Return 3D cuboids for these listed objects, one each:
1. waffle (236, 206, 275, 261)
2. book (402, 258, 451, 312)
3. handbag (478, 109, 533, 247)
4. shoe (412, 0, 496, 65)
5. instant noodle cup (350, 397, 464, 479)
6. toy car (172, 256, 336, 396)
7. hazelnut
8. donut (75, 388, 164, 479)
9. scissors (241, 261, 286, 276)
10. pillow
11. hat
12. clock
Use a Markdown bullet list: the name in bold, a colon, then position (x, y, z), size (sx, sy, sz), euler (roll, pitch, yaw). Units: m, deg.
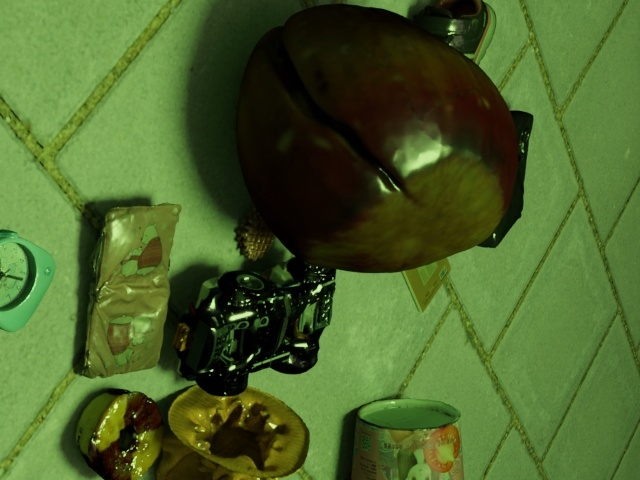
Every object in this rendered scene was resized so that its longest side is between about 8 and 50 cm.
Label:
- **waffle**: position (-0.096, -0.010, 1.752), size (0.083, 0.029, 0.075), euler (-53, 139, -24)
- **book**: position (0.198, 0.042, 2.180), size (0.118, 0.012, 0.172), euler (-54, 140, -26)
- **handbag**: position (0.340, -0.125, 2.191), size (0.275, 0.088, 0.244), euler (-31, 131, -64)
- **shoe**: position (0.212, -0.333, 1.971), size (0.291, 0.114, 0.137), euler (-60, 147, -23)
- **instant noodle cup**: position (0.159, 0.424, 2.099), size (0.243, 0.243, 0.231), euler (-11, 104, -51)
- **toy car**: position (-0.096, 0.115, 1.711), size (0.301, 0.118, 0.193), euler (-11, 128, -47)
- **hazelnut**: position (0.072, -0.134, 1.658), size (0.429, 0.402, 0.402), euler (3, 100, -45)
- **donut**: position (-0.280, 0.268, 1.581), size (0.140, 0.059, 0.140), euler (-23, 119, -47)
- **scissors**: position (-0.095, 0.058, 1.790), size (0.119, 0.014, 0.058), euler (-32, 131, -40)
- **pillow**: position (-0.260, 0.067, 1.545), size (0.135, 0.049, 0.248), euler (-10, 115, -51)
- **hat**: position (-0.145, 0.370, 1.698), size (0.233, 0.244, 0.233), euler (-3, 119, -47)
- **clock**: position (-0.388, 0.036, 1.362), size (0.147, 0.045, 0.108), euler (47, 64, -49)
